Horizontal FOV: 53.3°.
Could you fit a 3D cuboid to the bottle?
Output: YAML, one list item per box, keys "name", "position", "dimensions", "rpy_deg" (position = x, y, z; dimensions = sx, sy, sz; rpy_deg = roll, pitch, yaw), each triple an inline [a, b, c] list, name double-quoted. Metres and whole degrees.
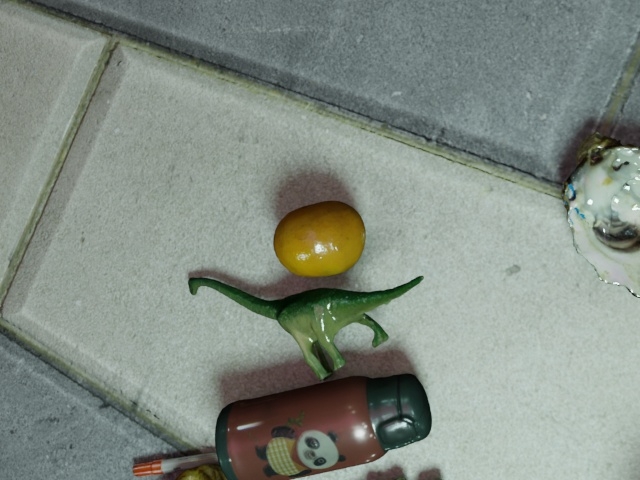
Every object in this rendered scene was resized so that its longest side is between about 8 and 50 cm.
- name: "bottle"
  position: [0.009, 0.292, 1.017]
  dimensions: [0.335, 0.144, 0.144]
  rpy_deg: [-18, 76, 15]

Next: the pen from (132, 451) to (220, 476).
- name: "pen"
  position: [-0.233, 0.400, 1.149]
  dimensions: [0.238, 0.028, 0.028]
  rpy_deg: [-14, 77, 18]

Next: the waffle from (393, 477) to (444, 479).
- name: "waffle"
  position: [0.126, 0.530, 0.976]
  dimensions: [0.291, 0.056, 0.310]
  rpy_deg: [-26, 73, 14]

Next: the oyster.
- name: "oyster"
  position: [0.457, -0.036, 0.933]
  dimensions: [0.214, 0.083, 0.223]
  rpy_deg: [20, 94, 25]

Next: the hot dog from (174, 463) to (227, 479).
- name: "hot dog"
  position: [-0.176, 0.504, 1.055]
  dimensions: [0.175, 0.114, 0.259]
  rpy_deg: [-34, 77, 16]

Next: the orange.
- name: "orange"
  position: [0.000, 0.000, 1.060]
  dimensions: [0.156, 0.156, 0.124]
  rpy_deg: [-17, 96, 17]

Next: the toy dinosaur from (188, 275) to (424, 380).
- name: "toy dinosaur"
  position: [-0.038, 0.082, 1.062]
  dimensions: [0.447, 0.087, 0.301]
  rpy_deg: [-42, 72, 34]
